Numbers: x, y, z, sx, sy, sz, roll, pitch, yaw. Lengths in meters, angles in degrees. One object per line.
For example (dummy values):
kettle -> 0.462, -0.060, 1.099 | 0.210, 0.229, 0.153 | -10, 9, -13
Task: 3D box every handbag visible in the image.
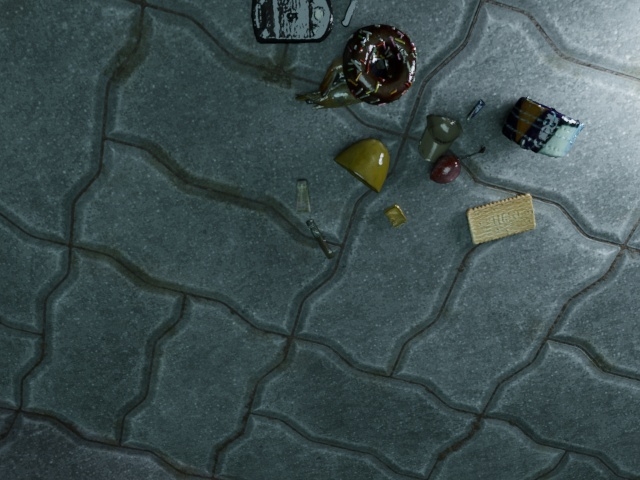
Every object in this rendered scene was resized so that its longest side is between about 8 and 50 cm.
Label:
handbag -> 0.293, -0.093, 1.953 | 0.061, 0.027, 0.083 | -30, 112, 14

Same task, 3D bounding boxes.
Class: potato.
potato -> 0.174, -0.286, 1.802 | 0.203, 0.178, 0.158 | 41, 95, 9

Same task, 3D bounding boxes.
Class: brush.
brush -> 0.000, 0.000, 2.005 | 0.034, 0.027, 0.190 | -25, 113, 15

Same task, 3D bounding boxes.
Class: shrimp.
shrimp -> 0.062, -0.545, 1.726 | 0.317, 0.077, 0.168 | -12, 105, 2

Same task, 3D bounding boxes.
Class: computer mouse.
computer mouse -> -0.089, -0.727, 1.623 | 0.269, 0.100, 0.170 | 3, 111, 6

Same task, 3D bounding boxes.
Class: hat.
hat -> 0.431, -0.356, 1.793 | 0.147, 0.085, 0.175 | 17, 113, -7

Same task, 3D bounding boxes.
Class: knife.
knife -> 0.102, -0.823, 1.621 | 0.072, 0.019, 0.245 | 19, 112, -3

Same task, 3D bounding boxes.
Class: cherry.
cherry -> 0.495, -0.286, 1.820 | 0.225, 0.090, 0.107 | -37, 144, 8

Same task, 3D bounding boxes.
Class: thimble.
thimble -> 0.749, -0.380, 1.696 | 0.237, 0.237, 0.150 | 20, 117, -8

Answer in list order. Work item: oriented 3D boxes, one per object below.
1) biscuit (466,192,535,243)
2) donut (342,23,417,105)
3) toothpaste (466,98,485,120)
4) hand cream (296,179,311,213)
biscuit -> 0.699, -0.084, 1.944 | 0.249, 0.030, 0.160 | -16, 113, 9
donut -> 0.198, -0.578, 1.647 | 0.269, 0.103, 0.270 | -2, 99, -14
toothpaste -> 0.549, -0.460, 1.777 | 0.027, 0.019, 0.083 | 43, 110, 9
hand cream -> -0.067, -0.167, 1.927 | 0.061, 0.039, 0.143 | -4, 124, -4
